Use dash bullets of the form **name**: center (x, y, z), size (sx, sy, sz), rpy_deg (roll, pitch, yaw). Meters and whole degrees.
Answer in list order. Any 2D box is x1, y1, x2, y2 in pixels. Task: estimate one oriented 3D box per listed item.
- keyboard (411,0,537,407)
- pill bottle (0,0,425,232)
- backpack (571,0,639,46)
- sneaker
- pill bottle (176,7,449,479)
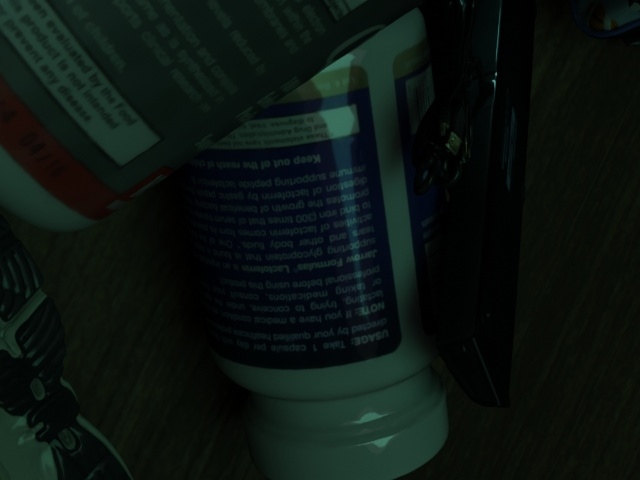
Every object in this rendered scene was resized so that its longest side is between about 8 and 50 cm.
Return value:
- **keyboard**: center (0.091, -0.075, 0.782), size (0.201, 0.033, 0.317), rpy_deg (63, 30, -55)
- **pill bottle**: center (-0.027, -0.182, 0.598), size (0.363, 0.210, 0.210), rpy_deg (-33, 120, 5)
- **backpack**: center (0.249, -0.267, 0.837), size (0.213, 0.276, 0.264), rpy_deg (5, 85, -40)
- **sneaker**: center (-0.193, 0.080, 0.711), size (0.107, 0.110, 0.275), rpy_deg (-36, 123, -32)
- **pill bottle**: center (0.000, 0.000, 0.790), size (0.153, 0.153, 0.265), rpy_deg (-18, 110, -28)
